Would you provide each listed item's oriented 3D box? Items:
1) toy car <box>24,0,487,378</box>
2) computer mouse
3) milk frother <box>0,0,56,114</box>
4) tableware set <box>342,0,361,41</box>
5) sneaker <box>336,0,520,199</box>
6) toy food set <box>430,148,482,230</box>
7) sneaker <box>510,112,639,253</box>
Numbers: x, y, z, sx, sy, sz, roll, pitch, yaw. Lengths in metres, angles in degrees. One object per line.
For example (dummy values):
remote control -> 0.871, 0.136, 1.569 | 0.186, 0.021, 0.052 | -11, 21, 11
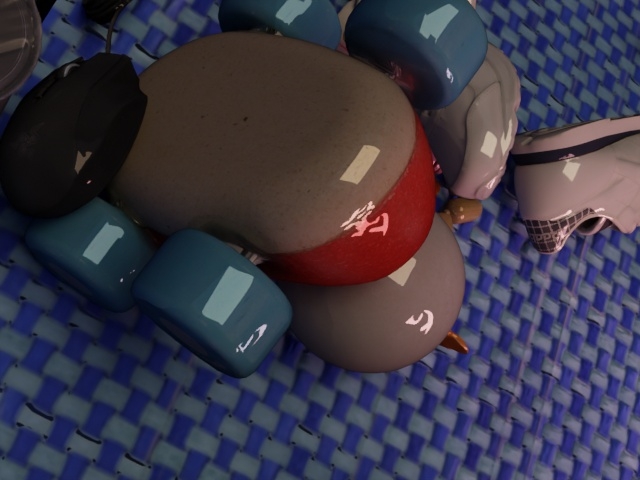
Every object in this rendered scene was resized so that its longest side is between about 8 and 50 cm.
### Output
toy car -> 0.000, 0.000, 0.560 | 0.219, 0.210, 0.238 | -54, 134, -18
computer mouse -> -0.128, -0.113, 0.533 | 0.041, 0.071, 0.242 | 52, 33, -43
milk frother -> -0.214, -0.111, 0.463 | 0.143, 0.135, 0.129 | 28, 62, -21
tableware set -> -0.007, -0.142, 0.625 | 0.154, 0.104, 0.024 | 42, 43, 11
sneaker -> 0.062, -0.124, 0.661 | 0.115, 0.090, 0.232 | -2, 56, -17
toy food set -> 0.077, -0.033, 0.682 | 0.122, 0.019, 0.078 | -39, 97, -33
sneaker -> 0.247, -0.056, 0.764 | 0.235, 0.090, 0.094 | -13, 95, -30
